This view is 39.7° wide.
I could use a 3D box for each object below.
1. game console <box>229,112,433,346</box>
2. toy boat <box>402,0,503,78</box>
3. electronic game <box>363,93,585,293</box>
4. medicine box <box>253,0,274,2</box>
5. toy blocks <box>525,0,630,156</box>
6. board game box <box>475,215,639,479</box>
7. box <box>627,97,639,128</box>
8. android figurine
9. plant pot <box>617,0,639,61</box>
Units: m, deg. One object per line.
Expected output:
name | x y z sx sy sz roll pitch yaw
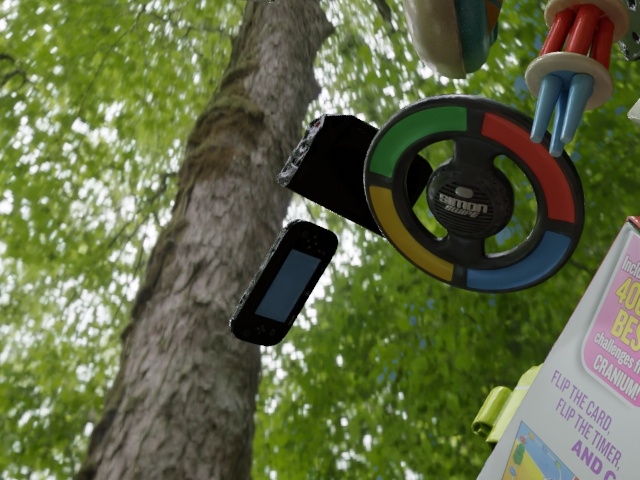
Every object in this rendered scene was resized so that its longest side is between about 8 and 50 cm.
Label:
game console | 0.000 0.000 1.283 0.213 0.044 0.361 25 -79 -36
toy boat | 0.177 -0.374 1.133 0.148 0.267 0.318 -6 -94 12
electronic game | 0.149 -0.041 0.889 0.229 0.048 0.229 18 -48 21
medicine box | -0.106 -0.415 0.853 0.149 0.263 0.289 8 -92 6
toy blocks | 0.189 -0.113 0.525 0.123 0.148 0.054 11 -23 22
board game box | 0.178 0.181 0.494 0.064 0.242 0.316 15 -66 -21
box | 0.603 -0.170 1.306 0.148 0.311 0.121 36 -82 -15
android figurine | 0.349 0.249 1.289 0.248 0.273 0.056 -8 -62 42
plant pot | 0.457 -0.332 1.136 0.167 0.187 0.188 -29 -90 0
